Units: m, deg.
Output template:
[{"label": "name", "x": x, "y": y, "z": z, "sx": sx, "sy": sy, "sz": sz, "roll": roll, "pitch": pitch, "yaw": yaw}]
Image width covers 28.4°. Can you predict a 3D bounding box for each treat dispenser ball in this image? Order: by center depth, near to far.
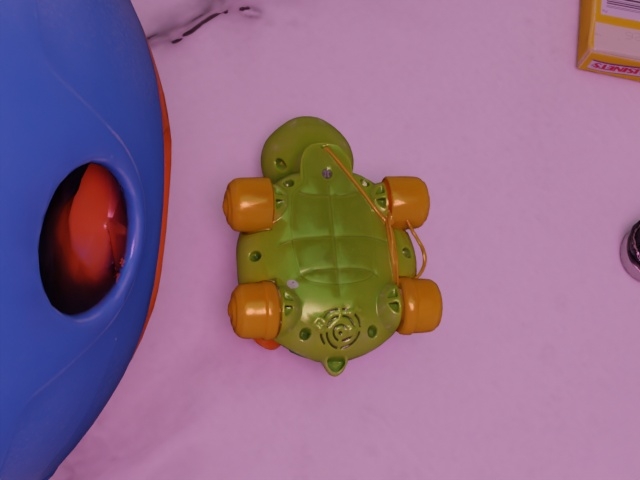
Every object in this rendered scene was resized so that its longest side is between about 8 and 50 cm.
[{"label": "treat dispenser ball", "x": -0.195, "y": -0.020, "z": 0.431, "sx": 0.288, "sy": 0.288, "sz": 0.288, "roll": 3, "pitch": 69, "yaw": -9}]

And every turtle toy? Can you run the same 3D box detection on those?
[{"label": "turtle toy", "x": 0.000, "y": 0.000, "z": 0.578, "sx": 0.095, "sy": 0.066, "sz": 0.130, "roll": 0, "pitch": 69, "yaw": -12}]

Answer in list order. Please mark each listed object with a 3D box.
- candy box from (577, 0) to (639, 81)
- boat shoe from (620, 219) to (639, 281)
[{"label": "candy box", "x": 0.200, "y": -0.179, "z": 0.703, "sx": 0.105, "sy": 0.027, "sz": 0.206, "roll": 11, "pitch": 68, "yaw": -8}, {"label": "boat shoe", "x": 0.215, "y": 0.007, "z": 0.628, "sx": 0.125, "sy": 0.038, "sz": 0.046, "roll": 11, "pitch": 68, "yaw": -6}]
